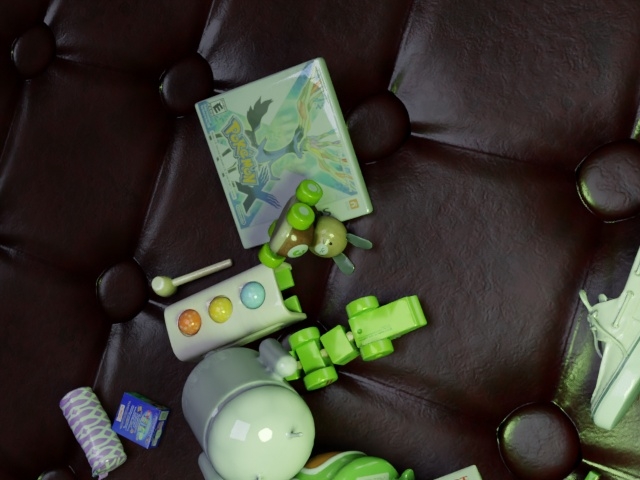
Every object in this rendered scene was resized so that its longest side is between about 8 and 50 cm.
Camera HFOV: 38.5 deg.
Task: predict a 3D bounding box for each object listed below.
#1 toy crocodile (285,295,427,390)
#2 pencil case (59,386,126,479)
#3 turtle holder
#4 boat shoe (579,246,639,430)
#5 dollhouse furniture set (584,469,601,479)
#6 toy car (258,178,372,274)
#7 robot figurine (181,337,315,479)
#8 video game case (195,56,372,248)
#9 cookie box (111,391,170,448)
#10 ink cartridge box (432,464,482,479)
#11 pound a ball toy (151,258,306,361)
[{"bbox_3d":[0.050,0.202,1.806,0.341,0.105,0.115,-28,72,15],"label":"toy crocodile"},{"bbox_3d":[-0.508,0.427,2.046,0.206,0.086,0.088,58,134,23],"label":"pencil case"},{"bbox_3d":[0.041,0.542,1.695,0.228,0.243,0.320,3,119,46],"label":"turtle holder"},{"bbox_3d":[0.512,0.132,1.564,0.157,0.136,0.367,25,90,27],"label":"boat shoe"},{"bbox_3d":[0.508,0.456,1.544,0.152,0.076,0.058,35,98,27],"label":"dollhouse furniture set"},{"bbox_3d":[0.000,0.000,1.826,0.188,0.149,0.155,29,131,-10],"label":"toy car"},{"bbox_3d":[-0.136,0.328,1.700,0.299,0.200,0.353,-66,28,6],"label":"robot figurine"},{"bbox_3d":[-0.079,-0.174,1.896,0.300,0.036,0.328,-16,96,23],"label":"video game case"},{"bbox_3d":[-0.395,0.394,2.016,0.107,0.040,0.091,20,91,27],"label":"cookie box"},{"bbox_3d":[0.201,0.509,1.464,0.199,0.273,0.114,-22,111,4],"label":"ink cartridge box"},{"bbox_3d":[-0.215,0.120,1.922,0.319,0.136,0.208,-23,72,20],"label":"pound a ball toy"}]
